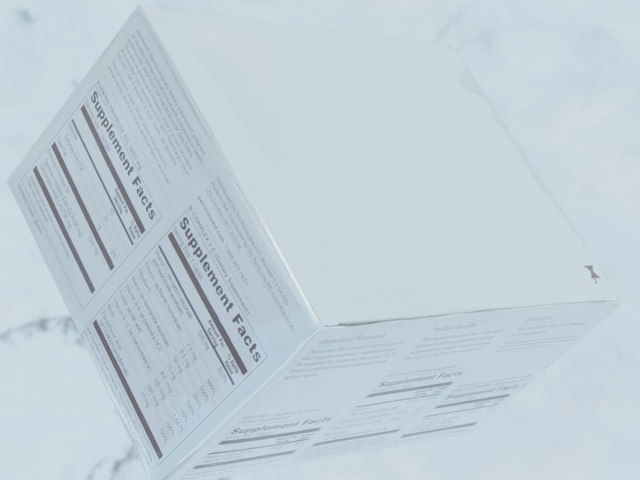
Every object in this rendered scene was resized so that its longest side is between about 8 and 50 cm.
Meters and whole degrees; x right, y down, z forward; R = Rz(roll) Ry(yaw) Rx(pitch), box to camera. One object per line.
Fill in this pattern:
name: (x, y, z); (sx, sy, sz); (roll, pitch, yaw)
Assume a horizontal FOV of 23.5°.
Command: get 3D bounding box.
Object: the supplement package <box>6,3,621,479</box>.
supplement package: (0.000, 0.000, 0.856); (0.145, 0.262, 0.204); (-46, 62, 32)
